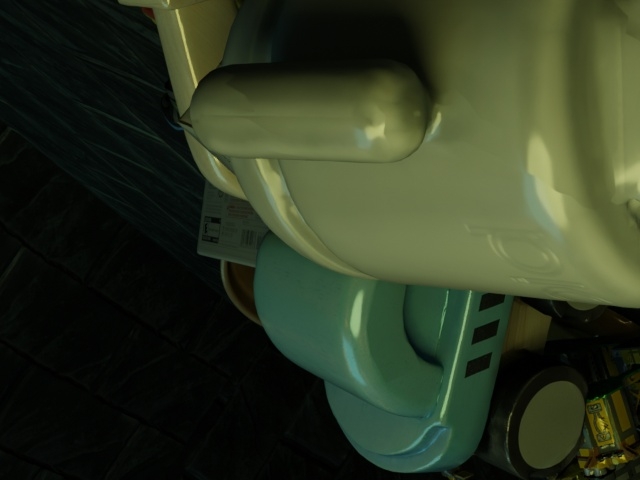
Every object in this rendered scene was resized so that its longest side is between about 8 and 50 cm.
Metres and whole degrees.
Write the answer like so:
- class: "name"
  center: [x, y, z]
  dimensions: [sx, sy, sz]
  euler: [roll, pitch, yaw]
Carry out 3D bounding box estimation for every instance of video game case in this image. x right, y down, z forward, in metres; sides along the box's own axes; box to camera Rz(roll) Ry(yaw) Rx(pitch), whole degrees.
- class: "video game case"
  center: [-0.066, -0.080, 1.154]
  dimensions: [0.026, 0.206, 0.227]
  euler: [7, -179, -22]

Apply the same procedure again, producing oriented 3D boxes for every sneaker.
- class: "sneaker"
  center: [-0.144, -0.171, 1.371]
  dimensions: [0.078, 0.067, 0.188]
  euler: [58, 165, -15]

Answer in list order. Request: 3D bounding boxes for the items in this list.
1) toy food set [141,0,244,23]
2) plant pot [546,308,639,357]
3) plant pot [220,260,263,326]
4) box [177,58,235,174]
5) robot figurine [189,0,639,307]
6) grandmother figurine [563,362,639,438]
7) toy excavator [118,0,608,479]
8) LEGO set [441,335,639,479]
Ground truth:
- class: "toy food set"
  center: [-0.129, -0.205, 1.091]
  dimensions: [0.128, 0.071, 0.218]
  euler: [32, 170, 4]
- class: "plant pot"
  center: [0.330, 0.125, 1.381]
  dimensions: [0.236, 0.032, 0.236]
  euler: [32, 169, 7]
- class: "plant pot"
  center: [0.000, 0.000, 1.431]
  dimensions: [0.237, 0.237, 0.109]
  euler: [38, -151, -29]
- class: "box"
  center: [0.008, -0.111, 0.784]
  dimensions: [0.038, 0.186, 0.145]
  euler: [24, 167, 40]
- class: "robot figurine"
  center: [0.085, -0.073, 0.596]
  dimensions: [0.300, 0.199, 0.353]
  euler: [-5, -174, -40]
- class: "grandmother figurine"
  center: [0.401, 0.247, 1.460]
  dimensions: [0.342, 0.104, 0.208]
  euler: [30, 148, -23]
- class: "toy excavator"
  center: [0.028, -0.019, 0.964]
  dimensions: [0.445, 0.432, 0.222]
  euler: [5, -170, -38]
- class: "LEGO set"
  center: [0.273, 0.219, 1.209]
  dimensions: [0.331, 0.255, 0.192]
  euler: [-15, 95, 49]
